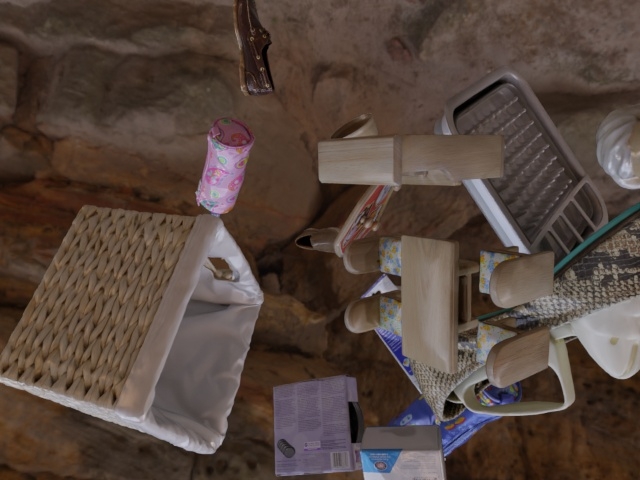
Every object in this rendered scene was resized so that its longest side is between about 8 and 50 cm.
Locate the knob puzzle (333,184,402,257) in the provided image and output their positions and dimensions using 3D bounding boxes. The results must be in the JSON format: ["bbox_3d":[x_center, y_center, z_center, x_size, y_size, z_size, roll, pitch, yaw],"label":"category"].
[{"bbox_3d":[0.084,-0.039,0.867,0.030,0.213,0.213,35,173,13],"label":"knob puzzle"}]

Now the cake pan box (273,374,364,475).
[{"bbox_3d":[-0.009,0.515,1.416,0.266,0.246,0.070,-18,155,27],"label":"cake pan box"}]

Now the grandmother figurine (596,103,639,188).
[{"bbox_3d":[0.399,-0.043,0.454,0.207,0.104,0.342,1,-150,-26],"label":"grandmother figurine"}]

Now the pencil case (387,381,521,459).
[{"bbox_3d":[0.253,0.339,0.990,0.119,0.133,0.306,12,131,-29],"label":"pencil case"}]

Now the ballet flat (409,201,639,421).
[{"bbox_3d":[0.328,0.140,0.721,0.164,0.182,0.483,11,140,-37],"label":"ballet flat"}]

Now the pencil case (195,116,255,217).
[{"bbox_3d":[-0.265,-0.194,1.378,0.124,0.124,0.284,6,143,-20],"label":"pencil case"}]

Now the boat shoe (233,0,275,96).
[{"bbox_3d":[-0.135,-0.412,1.072,0.073,0.207,0.073,0,-162,19],"label":"boat shoe"}]

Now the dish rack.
[{"bbox_3d":[0.325,-0.106,0.831,0.285,0.333,0.072,-37,-176,-38],"label":"dish rack"}]

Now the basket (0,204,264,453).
[{"bbox_3d":[-0.291,0.158,0.877,0.266,0.332,0.328,7,152,13],"label":"basket"}]

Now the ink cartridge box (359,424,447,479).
[{"bbox_3d":[0.155,0.436,0.907,0.139,0.191,0.082,-6,-167,14],"label":"ink cartridge box"}]

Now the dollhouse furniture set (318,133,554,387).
[{"bbox_3d":[0.096,0.016,0.521,0.160,0.242,0.212,-8,-169,-35],"label":"dollhouse furniture set"}]

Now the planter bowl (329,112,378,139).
[{"bbox_3d":[0.127,-0.335,1.701,0.162,0.162,0.109,-12,121,43],"label":"planter bowl"}]

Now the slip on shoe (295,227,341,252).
[{"bbox_3d":[0.000,0.000,0.992,0.041,0.052,0.135,-23,-160,-32],"label":"slip on shoe"}]

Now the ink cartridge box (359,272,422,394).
[{"bbox_3d":[0.251,0.258,1.423,0.065,0.333,0.165,-18,155,-47],"label":"ink cartridge box"}]
